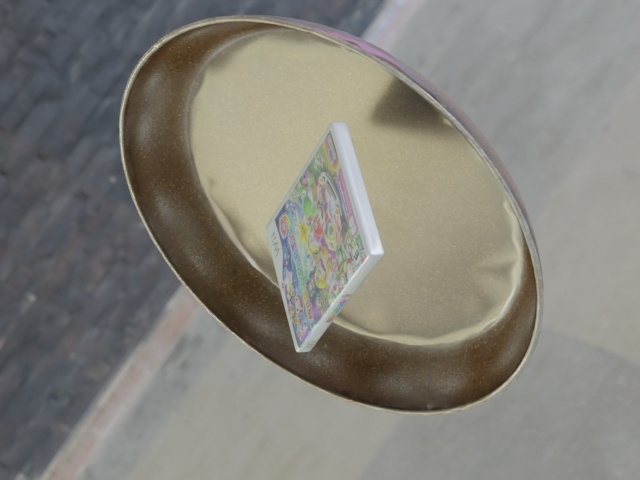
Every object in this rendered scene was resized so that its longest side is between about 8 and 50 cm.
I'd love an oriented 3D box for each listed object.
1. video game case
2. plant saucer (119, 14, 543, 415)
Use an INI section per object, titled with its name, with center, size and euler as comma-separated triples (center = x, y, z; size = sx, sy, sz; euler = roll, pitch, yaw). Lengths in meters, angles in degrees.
[video game case]
center = 0.000, 0.000, 0.943
size = 0.122, 0.011, 0.087
euler = 124, 136, -54
[plant saucer]
center = 0.010, -0.019, 1.040
size = 0.310, 0.310, 0.050
euler = -27, 16, 50
